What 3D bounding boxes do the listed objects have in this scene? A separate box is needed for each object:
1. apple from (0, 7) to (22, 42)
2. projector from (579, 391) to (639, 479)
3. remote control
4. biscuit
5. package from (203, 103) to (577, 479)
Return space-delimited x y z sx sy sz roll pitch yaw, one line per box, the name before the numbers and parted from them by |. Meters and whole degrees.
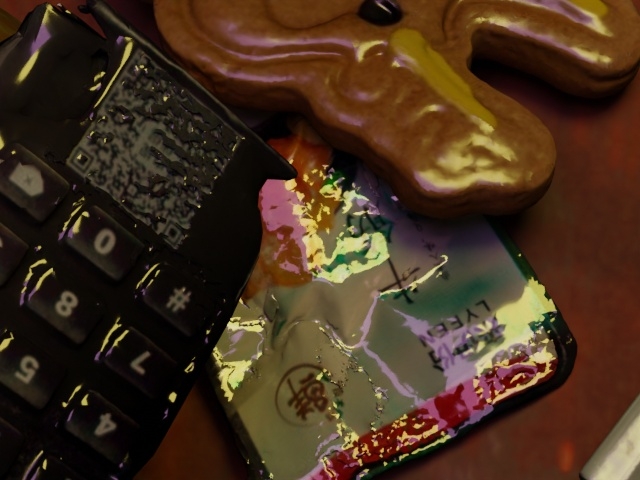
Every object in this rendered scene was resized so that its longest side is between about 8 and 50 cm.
apple | -0.202 0.006 0.742 0.257 0.234 0.256 -2 74 8
projector | 0.200 0.106 0.724 0.147 0.061 0.115 35 76 21
remote control | -0.151 0.099 0.572 0.144 0.062 0.398 40 66 -23
biscuit | 0.009 -0.126 0.846 0.295 0.044 0.186 27 56 19
package | 0.000 0.000 0.816 0.166 0.040 0.232 -26 66 -5
